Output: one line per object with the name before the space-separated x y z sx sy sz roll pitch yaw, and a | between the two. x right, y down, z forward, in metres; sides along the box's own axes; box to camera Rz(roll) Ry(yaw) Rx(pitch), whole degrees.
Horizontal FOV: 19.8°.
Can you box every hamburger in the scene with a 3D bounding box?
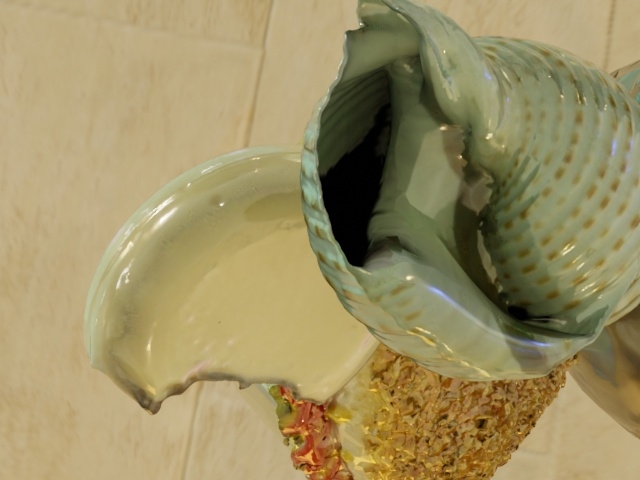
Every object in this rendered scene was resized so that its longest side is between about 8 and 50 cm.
hamburger | 0.072 0.041 1.199 0.179 0.276 0.294 25 58 35

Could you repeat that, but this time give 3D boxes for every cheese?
cheese | -0.010 -0.013 0.970 0.163 0.071 0.249 24 107 -32

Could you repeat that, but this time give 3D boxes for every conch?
conch | 0.066 -0.023 0.853 0.200 0.131 0.172 42 76 -8

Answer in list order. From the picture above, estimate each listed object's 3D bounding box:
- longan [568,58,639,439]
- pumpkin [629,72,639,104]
longan | 0.373 0.003 1.644 0.391 0.391 0.391 1 79 -5
pumpkin | 0.336 -0.037 1.166 0.300 0.300 0.207 38 100 3
